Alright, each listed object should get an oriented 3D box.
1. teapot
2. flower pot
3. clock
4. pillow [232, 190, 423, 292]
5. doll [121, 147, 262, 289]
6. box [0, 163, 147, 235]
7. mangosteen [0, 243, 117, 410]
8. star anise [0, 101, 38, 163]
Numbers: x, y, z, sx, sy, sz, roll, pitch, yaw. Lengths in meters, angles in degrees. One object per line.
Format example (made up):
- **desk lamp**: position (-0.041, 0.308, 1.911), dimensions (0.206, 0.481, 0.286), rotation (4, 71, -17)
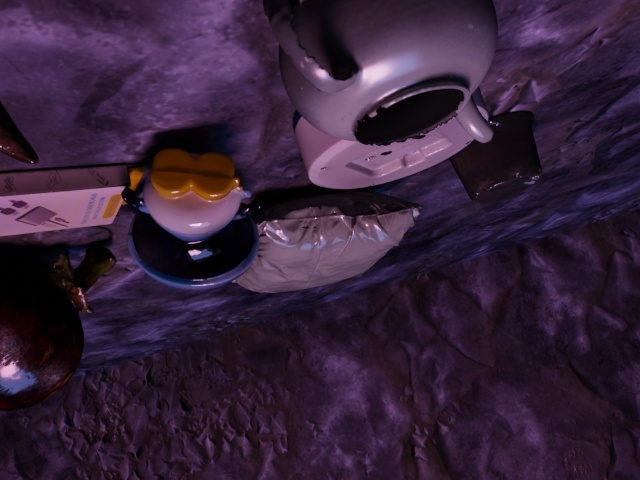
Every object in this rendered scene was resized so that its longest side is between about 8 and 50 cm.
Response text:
- **teapot**: position (0.062, -0.159, 0.559), dimensions (0.193, 0.129, 0.294), rotation (-28, 164, 37)
- **flower pot**: position (0.288, -0.126, 1.028), dimensions (0.157, 0.106, 0.157), rotation (-17, 168, -4)
- **clock**: position (0.085, -0.138, 0.778), dimensions (0.230, 0.083, 0.230), rotation (-16, 170, -3)
- **pillow**: position (0.000, 0.000, 1.113), dimensions (0.310, 0.138, 0.283), rotation (-9, 164, -19)
- **doll**: position (-0.164, -0.020, 0.827), dimensions (0.177, 0.141, 0.314), rotation (5, 157, -10)
- **box**: position (-0.336, -0.044, 0.746), dimensions (0.247, 0.033, 0.129), rotation (-9, 164, -30)
- **mangosteen**: position (-0.424, 0.103, 0.919), dimensions (0.289, 0.231, 0.231), rotation (-47, 176, -19)
- **star anise**: position (-0.295, -0.120, 0.366), dimensions (0.272, 0.102, 0.272), rotation (0, 146, 0)
